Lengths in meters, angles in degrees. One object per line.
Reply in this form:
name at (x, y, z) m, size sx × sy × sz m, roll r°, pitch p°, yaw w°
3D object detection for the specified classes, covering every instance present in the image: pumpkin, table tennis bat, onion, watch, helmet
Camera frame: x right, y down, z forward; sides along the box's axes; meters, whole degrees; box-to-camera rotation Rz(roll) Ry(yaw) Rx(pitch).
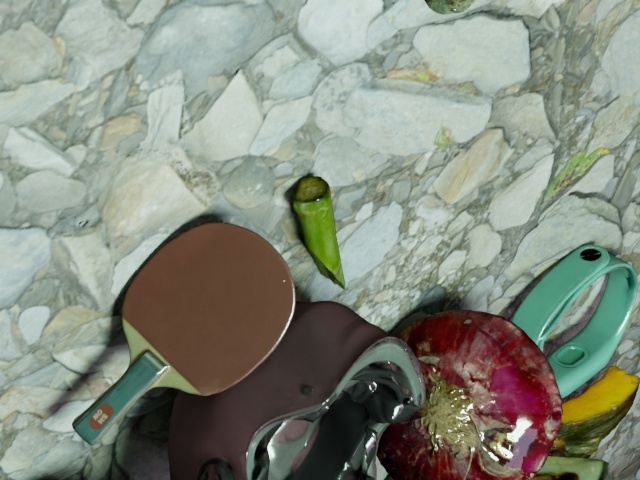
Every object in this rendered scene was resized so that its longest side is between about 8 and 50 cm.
pumpkin at (0.308, 0.290, 2.182) m, size 0.290 × 0.095 × 0.258 m, roll -8°, pitch 143°, yaw -29°
table tennis bat at (-0.145, 0.101, 1.504) m, size 0.274 × 0.154 × 0.021 m, roll -45°, pitch -175°, yaw 4°
onion at (0.176, 0.207, 1.846) m, size 0.246 × 0.246 × 0.190 m, roll -52°, pitch 155°, yaw 9°
watch at (0.340, 0.116, 2.037) m, size 0.237 × 0.068 × 0.195 m, roll -31°, pitch 135°, yaw -28°
helmet at (-0.055, 0.205, 1.628) m, size 0.271 × 0.197 × 0.338 m, roll 6°, pitch 119°, yaw -57°

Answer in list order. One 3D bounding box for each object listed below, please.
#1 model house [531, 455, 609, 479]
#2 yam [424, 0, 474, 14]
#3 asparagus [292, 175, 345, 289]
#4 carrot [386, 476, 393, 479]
model house at (0.265, 0.414, 2.129) m, size 0.268 × 0.173 × 0.239 m, roll 2°, pitch 158°, yaw 5°
yam at (0.101, -0.323, 1.379) m, size 0.061 × 0.061 × 0.274 m, roll -36°, pitch 142°, yaw -13°
asparagus at (0.000, 0.000, 1.620) m, size 0.041 × 0.045 × 0.178 m, roll -7°, pitch 141°, yaw 4°
carrot at (0.097, 0.370, 2.074) m, size 0.078 × 0.078 × 0.298 m, roll 14°, pitch 110°, yaw -51°
